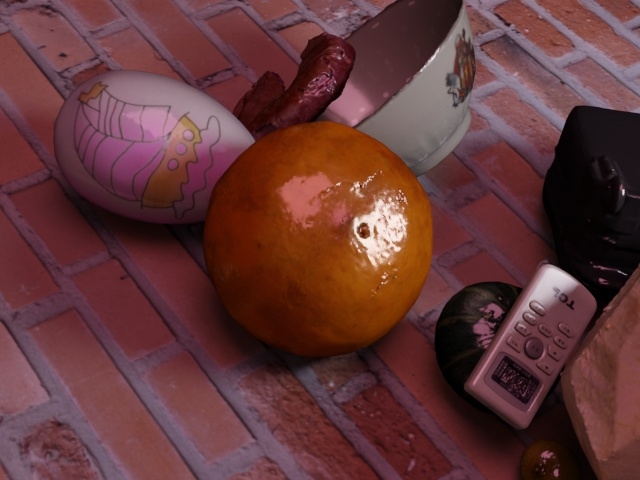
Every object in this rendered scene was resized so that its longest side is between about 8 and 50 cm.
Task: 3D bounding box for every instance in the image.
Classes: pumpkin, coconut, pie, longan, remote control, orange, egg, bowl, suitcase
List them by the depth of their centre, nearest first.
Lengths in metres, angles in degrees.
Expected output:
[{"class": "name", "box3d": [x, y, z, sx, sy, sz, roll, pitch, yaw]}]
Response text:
[{"class": "coconut", "box3d": [0.458, 0.160, 1.311, 0.344, 0.415, 0.415, 20, 47, -13]}, {"class": "longan", "box3d": [0.261, 0.263, 1.419, 0.075, 0.083, 0.075, -11, 68, 30]}, {"class": "remote control", "box3d": [0.246, 0.118, 1.428, 0.087, 0.029, 0.190, 38, 69, -5]}, {"class": "orange", "box3d": [0.000, 0.000, 1.489, 0.284, 0.226, 0.284, 3, 81, -21]}, {"class": "pumpkin", "box3d": [0.217, 0.129, 1.500, 0.167, 0.125, 0.167, 2, 74, -9]}, {"class": "egg", "box3d": [-0.212, -0.115, 1.602, 0.271, 0.196, 0.196, 25, 50, 13]}, {"class": "suitcase", "box3d": [0.481, -0.043, 1.632, 0.345, 0.188, 0.339, 9, 31, -2]}, {"class": "pie", "box3d": [-0.044, -0.199, 1.702, 0.054, 0.218, 0.204, 47, 19, -22]}, {"class": "bowl", "box3d": [0.103, -0.184, 1.703, 0.157, 0.337, 0.337, 47, 45, -23]}]

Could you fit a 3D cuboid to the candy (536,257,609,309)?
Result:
[{"class": "candy", "box3d": [0.369, 0.066, 1.638, 0.175, 0.043, 0.045, 23, 46, 17]}]
